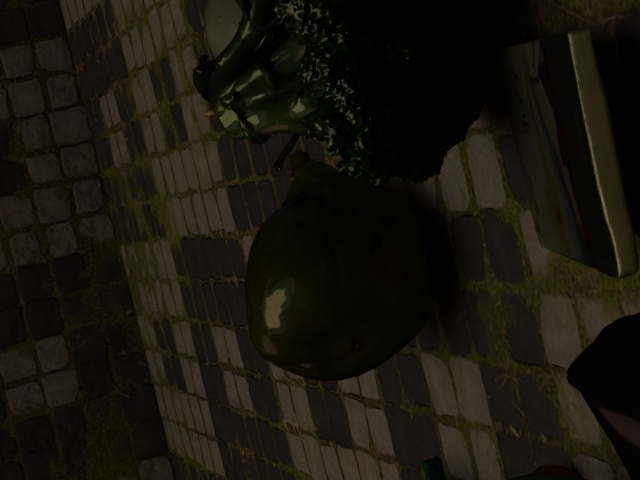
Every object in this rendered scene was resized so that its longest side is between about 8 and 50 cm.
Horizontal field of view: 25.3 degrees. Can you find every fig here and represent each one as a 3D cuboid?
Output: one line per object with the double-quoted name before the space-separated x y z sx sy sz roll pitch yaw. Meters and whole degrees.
"fig" 0.018 0.004 1.654 0.233 0.233 0.314 124 150 -65

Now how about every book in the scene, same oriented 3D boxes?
"book" 0.207 -0.078 1.223 0.289 0.026 0.201 -138 34 -85

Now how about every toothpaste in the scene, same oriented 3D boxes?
"toothpaste" 0.147 0.314 1.790 0.017 0.020 0.083 173 83 -73

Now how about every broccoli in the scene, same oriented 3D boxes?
"broccoli" 0.028 -0.178 1.362 0.283 0.321 0.303 -24 76 28

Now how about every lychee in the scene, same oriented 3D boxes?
"lychee" 0.265 -0.038 1.138 0.083 0.068 0.067 56 -167 30

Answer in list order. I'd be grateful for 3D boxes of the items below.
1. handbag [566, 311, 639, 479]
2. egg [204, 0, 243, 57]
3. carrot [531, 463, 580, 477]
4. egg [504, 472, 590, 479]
"handbag" 0.338 0.208 1.012 0.288 0.152 0.342 69 167 -16
"egg" -0.059 -0.258 1.758 0.209 0.151 0.151 46 145 49
"carrot" 0.221 0.308 1.491 0.087 0.087 0.193 -123 28 -42
"egg" 0.204 0.383 1.291 0.276 0.276 0.388 -131 33 -52
